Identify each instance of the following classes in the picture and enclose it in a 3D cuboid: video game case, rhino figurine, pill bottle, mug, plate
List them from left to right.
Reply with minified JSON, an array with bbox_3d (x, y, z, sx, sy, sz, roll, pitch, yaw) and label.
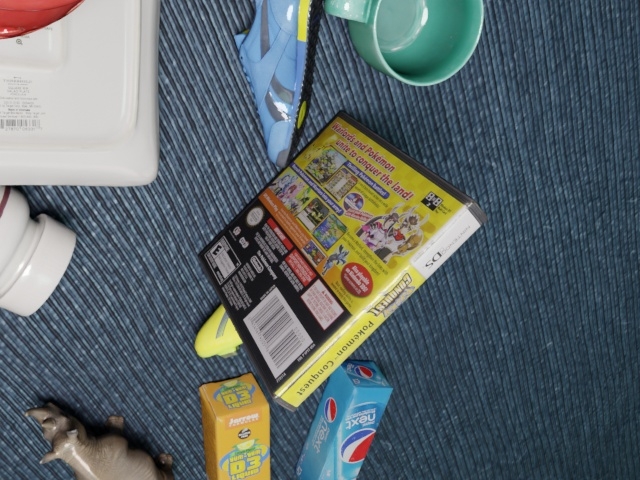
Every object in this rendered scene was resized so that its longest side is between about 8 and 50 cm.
[{"bbox_3d":[-0.354,-0.018,0.600,0.221,0.121,0.121,34,98,-33],"label":"pill bottle"},{"bbox_3d":[-0.256,-0.179,0.540,0.277,0.045,0.278,-4,104,-37],"label":"plate"},{"bbox_3d":[-0.265,0.268,0.797,0.073,0.106,0.243,-40,125,-1],"label":"rhino figurine"},{"bbox_3d":[0.000,0.000,0.676,0.248,0.275,0.035,-45,127,3],"label":"video game case"},{"bbox_3d":[0.086,-0.249,0.694,0.129,0.097,0.158,-48,124,5],"label":"mug"}]

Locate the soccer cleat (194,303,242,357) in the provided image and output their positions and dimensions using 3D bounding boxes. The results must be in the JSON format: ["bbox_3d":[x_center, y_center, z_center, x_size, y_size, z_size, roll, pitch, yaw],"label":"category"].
[{"bbox_3d":[-0.047,0.036,0.805,0.289,0.093,0.121,-36,94,2],"label":"soccer cleat"}]

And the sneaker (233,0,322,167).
[{"bbox_3d":[-0.050,-0.180,0.698,0.082,0.069,0.209,12,124,6],"label":"sneaker"}]

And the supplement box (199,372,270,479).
[{"bbox_3d":[-0.117,0.304,0.901,0.078,0.080,0.233,-10,117,-22],"label":"supplement box"}]

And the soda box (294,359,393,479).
[{"bbox_3d":[0.031,0.283,0.959,0.067,0.071,0.210,8,112,-27],"label":"soda box"}]

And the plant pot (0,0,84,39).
[{"bbox_3d":[-0.216,-0.233,0.419,0.191,0.174,0.191,-9,105,-37],"label":"plant pot"}]
